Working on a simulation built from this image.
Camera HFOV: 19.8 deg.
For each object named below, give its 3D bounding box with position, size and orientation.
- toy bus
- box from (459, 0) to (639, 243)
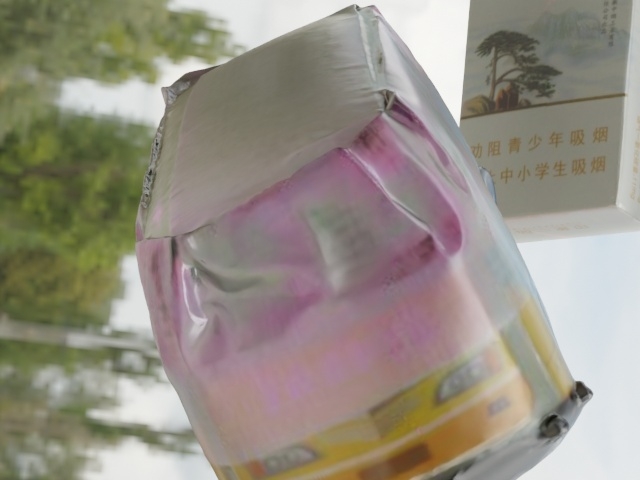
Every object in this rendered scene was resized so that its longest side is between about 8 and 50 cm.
[{"bbox_3d":[0.000,0.000,0.872,0.162,0.171,0.386,59,6,-15],"label":"toy bus"},{"bbox_3d":[0.183,-0.119,1.385,0.149,0.067,0.233,-5,-109,36],"label":"box"}]
